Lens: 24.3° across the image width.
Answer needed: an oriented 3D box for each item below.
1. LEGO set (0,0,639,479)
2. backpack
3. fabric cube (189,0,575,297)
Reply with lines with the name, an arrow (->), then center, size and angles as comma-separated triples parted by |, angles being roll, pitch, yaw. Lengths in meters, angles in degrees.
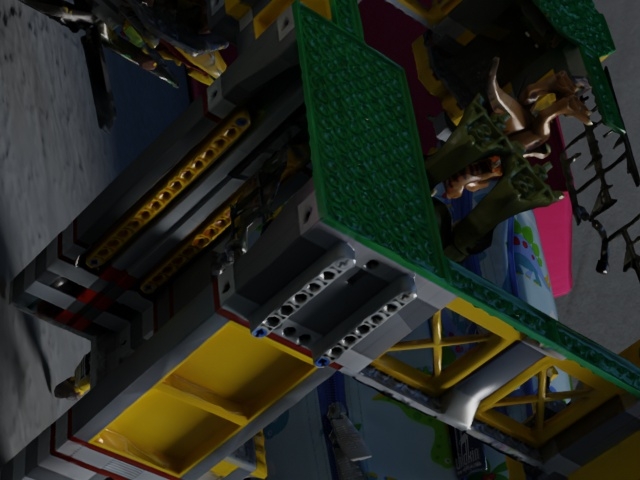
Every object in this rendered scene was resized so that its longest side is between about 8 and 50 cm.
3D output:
LEGO set -> 0.000, 0.000, 0.574 | 0.255, 0.192, 0.331 | 22, 41, -39
backpack -> 0.046, 0.122, 0.882 | 0.290, 0.273, 0.355 | 60, 5, -54
fabric cube -> 0.052, -0.087, 1.157 | 0.258, 0.259, 0.254 | 64, 17, -70
